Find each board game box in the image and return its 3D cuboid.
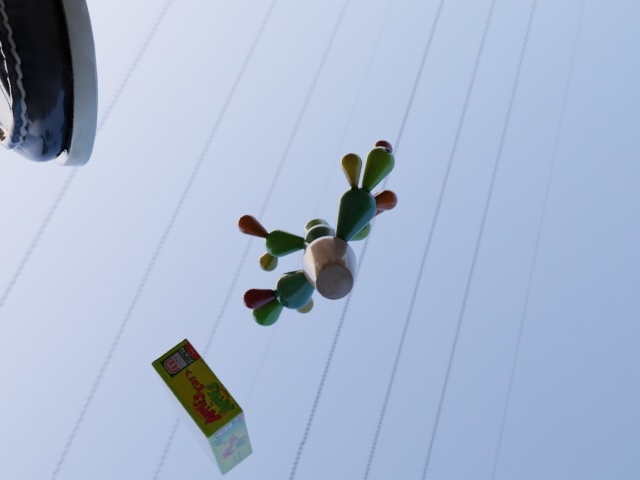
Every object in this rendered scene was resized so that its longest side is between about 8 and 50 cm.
[{"bbox_3d":[-0.116,0.173,0.960,0.043,0.181,0.092,-36,-109,-15],"label":"board game box"}]

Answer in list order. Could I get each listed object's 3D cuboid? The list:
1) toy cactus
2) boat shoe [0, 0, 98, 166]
[{"bbox_3d":[0.000,0.000,0.897,0.219,0.112,0.180,-42,-163,8],"label":"toy cactus"},{"bbox_3d":[-0.218,-0.157,0.493,0.113,0.127,0.340,-11,-124,-33],"label":"boat shoe"}]
